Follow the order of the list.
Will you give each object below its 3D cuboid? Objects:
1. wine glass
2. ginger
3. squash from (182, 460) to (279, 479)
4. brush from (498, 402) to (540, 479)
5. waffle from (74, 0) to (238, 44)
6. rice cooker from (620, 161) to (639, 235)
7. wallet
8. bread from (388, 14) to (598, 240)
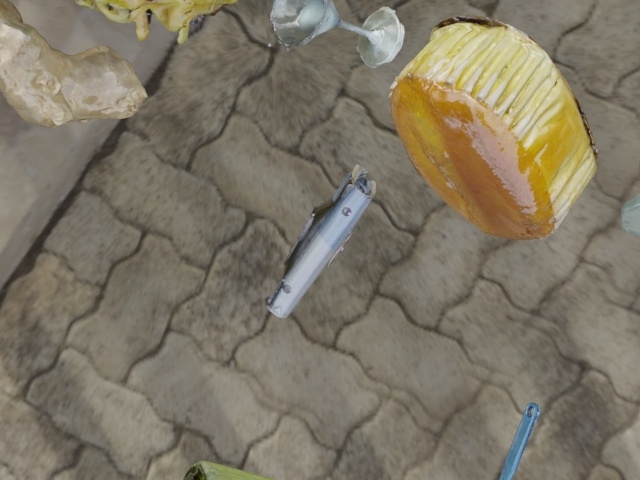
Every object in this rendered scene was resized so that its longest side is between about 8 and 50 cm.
[{"bbox_3d":[0.029,-0.319,1.783,0.183,0.122,0.122,9,101,-45],"label":"wine glass"},{"bbox_3d":[-0.236,-0.154,0.815,0.258,0.149,0.065,13,137,-31],"label":"ginger"},{"bbox_3d":[0.074,0.181,0.495,0.287,0.137,0.137,14,98,-15],"label":"squash"},{"bbox_3d":[0.198,0.247,1.299,0.014,0.051,0.164,16,100,-27],"label":"brush"},{"bbox_3d":[-0.148,-0.403,1.175,0.382,0.095,0.379,-54,130,-9],"label":"waffle"},{"bbox_3d":[0.403,-0.004,1.003,0.316,0.264,0.317,-7,65,16],"label":"rice cooker"},{"bbox_3d":[0.000,0.000,1.777,0.069,0.170,0.231,35,103,2],"label":"wallet"},{"bbox_3d":[0.137,-0.083,0.992,0.114,0.132,0.190,-50,127,-24],"label":"bread"}]
